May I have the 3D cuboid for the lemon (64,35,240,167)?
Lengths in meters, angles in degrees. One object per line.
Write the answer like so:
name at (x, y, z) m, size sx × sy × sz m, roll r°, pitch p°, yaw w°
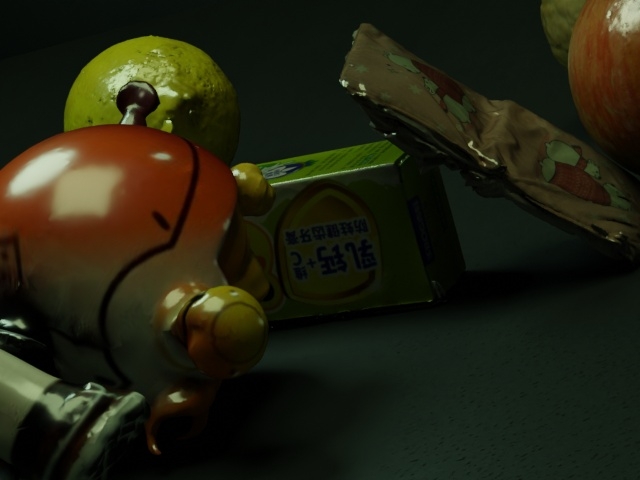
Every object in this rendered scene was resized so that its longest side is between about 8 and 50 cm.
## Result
lemon at (-0.161, -0.113, 1.916) m, size 0.173 × 0.173 × 0.206 m, roll -22°, pitch 4°, yaw -17°

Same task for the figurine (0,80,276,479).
figurine at (-0.161, 0.044, 1.285) m, size 0.320 × 0.196 × 0.323 m, roll -14°, pitch 24°, yaw 38°

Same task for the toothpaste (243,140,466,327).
toothpaste at (-0.059, 0.007, 1.478) m, size 0.327 × 0.110 × 0.077 m, roll -10°, pitch 14°, yaw 26°

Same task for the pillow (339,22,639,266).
pillow at (0.122, -0.063, 1.384) m, size 0.049 × 0.248 × 0.135 m, roll -59°, pitch 7°, yaw 22°

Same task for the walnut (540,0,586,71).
walnut at (0.300, -0.207, 1.720) m, size 0.213 × 0.213 × 0.213 m, roll -16°, pitch 14°, yaw 4°

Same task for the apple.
apple at (0.283, -0.129, 1.444) m, size 0.209 × 0.164 × 0.209 m, roll -6°, pitch -3°, yaw 0°
